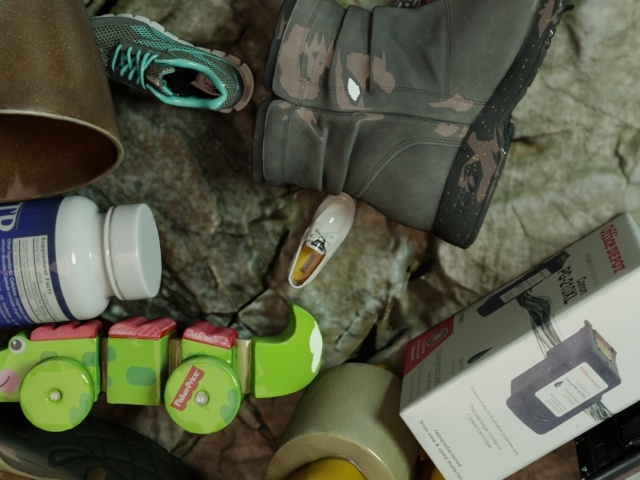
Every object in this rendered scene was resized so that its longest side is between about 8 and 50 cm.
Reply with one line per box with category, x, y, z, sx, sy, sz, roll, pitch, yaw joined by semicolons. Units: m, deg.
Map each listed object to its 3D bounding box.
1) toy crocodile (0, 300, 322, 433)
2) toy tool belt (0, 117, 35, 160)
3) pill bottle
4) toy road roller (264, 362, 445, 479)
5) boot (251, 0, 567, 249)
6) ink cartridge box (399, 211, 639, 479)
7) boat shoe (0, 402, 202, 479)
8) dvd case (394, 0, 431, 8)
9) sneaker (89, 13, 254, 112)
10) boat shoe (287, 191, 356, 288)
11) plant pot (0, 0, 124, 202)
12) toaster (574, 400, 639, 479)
toy crocodile;-0.168;0.109;1.262;0.341;0.115;0.105;0;95;3
toy tool belt;-0.269;-0.093;1.246;0.083;0.052;0.051;22;115;-2
pill bottle;-0.240;0.018;1.243;0.187;0.112;0.112;-6;105;7
toy road roller;0.028;0.298;1.256;0.241;0.202;0.329;-27;103;23
boot;0.073;-0.172;1.149;0.223;0.118;0.338;21;102;5
ink cartridge box;0.192;0.092;1.190;0.237;0.172;0.100;-33;100;13
boat shoe;-0.249;0.228;1.309;0.324;0.122;0.120;24;112;7
dvd case;0.111;-0.162;1.210;0.119;0.013;0.087;24;107;0
sneaker;-0.140;-0.150;1.204;0.166;0.076;0.065;15;106;1
boat shoe;0.000;0.000;1.254;0.035;0.035;0.100;33;106;-4
plant pot;-0.275;-0.171;1.145;0.215;0.215;0.230;-9;74;8
toaster;0.314;0.167;1.205;0.186;0.168;0.110;-33;103;14
